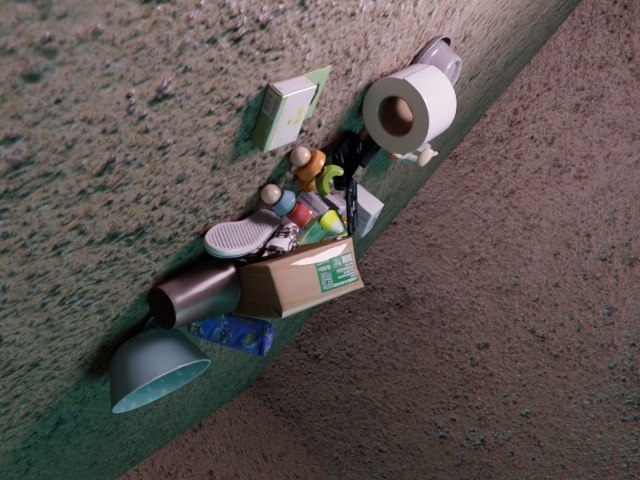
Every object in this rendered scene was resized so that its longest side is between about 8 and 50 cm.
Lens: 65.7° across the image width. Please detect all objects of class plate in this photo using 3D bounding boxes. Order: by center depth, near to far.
[{"bbox_3d":[-0.490,0.237,1.568,0.188,0.024,0.188,-44,166,-14],"label":"plate"}]

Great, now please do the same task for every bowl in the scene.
[{"bbox_3d":[-0.514,0.378,1.521,0.312,0.163,0.311,-30,163,-10],"label":"bowl"}]

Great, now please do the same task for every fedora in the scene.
[{"bbox_3d":[0.393,-0.567,1.728,0.244,0.124,0.275,-32,160,-45],"label":"fedora"}]

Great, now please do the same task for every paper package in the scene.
[{"bbox_3d":[-0.087,0.118,1.549,0.325,0.168,0.310,-16,-175,-35],"label":"paper package"}]

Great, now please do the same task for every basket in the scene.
[{"bbox_3d":[-0.369,0.159,1.447,0.227,0.154,0.204,-22,125,-49],"label":"basket"}]

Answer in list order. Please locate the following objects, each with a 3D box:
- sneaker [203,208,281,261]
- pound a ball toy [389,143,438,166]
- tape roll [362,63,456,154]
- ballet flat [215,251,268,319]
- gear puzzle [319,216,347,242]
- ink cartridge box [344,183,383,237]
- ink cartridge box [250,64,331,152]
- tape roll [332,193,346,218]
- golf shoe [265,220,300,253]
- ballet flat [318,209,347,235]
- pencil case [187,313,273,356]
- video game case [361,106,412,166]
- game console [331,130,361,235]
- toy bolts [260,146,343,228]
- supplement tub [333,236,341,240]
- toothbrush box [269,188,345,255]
[{"bbox_3d":[-0.234,0.011,1.475,0.321,0.126,0.127,-29,152,-57],"label":"sneaker"},{"bbox_3d":[0.382,-0.371,2.083,0.135,0.208,0.319,-52,167,19],"label":"pound a ball toy"},{"bbox_3d":[0.278,-0.414,1.561,0.169,0.246,0.246,-35,163,-39],"label":"tape roll"},{"bbox_3d":[-0.258,0.124,1.691,0.348,0.123,0.123,-51,167,-9],"label":"ballet flat"},{"bbox_3d":[0.000,0.000,2.017,0.339,0.044,0.176,-35,150,32],"label":"gear puzzle"},{"bbox_3d":[0.180,-0.132,2.269,0.093,0.154,0.212,-41,165,-29],"label":"ink cartridge box"},{"bbox_3d":[-0.055,-0.324,1.215,0.235,0.056,0.171,-32,160,-41],"label":"ink cartridge box"},{"bbox_3d":[0.029,-0.093,2.101,0.219,0.072,0.219,-44,167,-13],"label":"tape roll"},{"bbox_3d":[-0.116,-0.012,1.520,0.198,0.077,0.093,-37,134,-75],"label":"golf shoe"},{"bbox_3d":[0.058,-0.055,1.769,0.077,0.077,0.231,-48,165,4],"label":"ballet flat"},{"bbox_3d":[-0.315,0.306,1.743,0.119,0.306,0.133,-75,-177,-70],"label":"pencil case"},{"bbox_3d":[0.236,-0.375,1.851,0.248,0.035,0.275,-48,-178,7],"label":"video game case"},{"bbox_3d":[0.095,-0.176,1.679,0.213,0.044,0.361,-58,150,-51],"label":"game console"},{"bbox_3d":[-0.080,-0.176,1.503,0.228,0.159,0.218,-56,-153,-2],"label":"toy bolts"},{"bbox_3d":[0.019,0.027,2.242,0.117,0.117,0.190,-54,179,29],"label":"supplement tub"},{"bbox_3d":[-0.063,-0.050,1.835,0.283,0.122,0.206,-52,165,16],"label":"toothbrush box"}]
